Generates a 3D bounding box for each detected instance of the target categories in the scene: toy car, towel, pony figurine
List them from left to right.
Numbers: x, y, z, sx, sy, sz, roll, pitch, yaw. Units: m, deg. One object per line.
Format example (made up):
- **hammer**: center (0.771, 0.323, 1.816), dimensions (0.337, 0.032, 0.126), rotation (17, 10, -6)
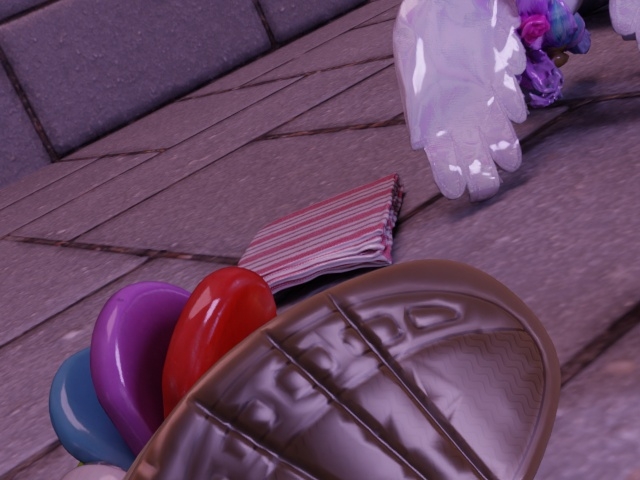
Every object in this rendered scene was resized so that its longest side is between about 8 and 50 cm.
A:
- **toy car**: center (-0.053, 0.080, 0.482), dimensions (0.182, 0.136, 0.159), rotation (-14, 19, 31)
- **towel**: center (0.000, 0.000, 0.870), dimensions (0.144, 0.029, 0.197), rotation (-20, 14, 14)
- **pony figurine**: center (0.184, -0.230, 0.876), dimensions (0.303, 0.351, 0.363), rotation (-19, -2, 4)

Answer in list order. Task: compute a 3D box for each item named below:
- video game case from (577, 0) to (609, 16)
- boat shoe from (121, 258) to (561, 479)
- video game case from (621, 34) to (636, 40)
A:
- **video game case**: center (0.421, -0.371, 1.299), dimensions (0.274, 0.026, 0.196), rotation (-30, -11, -16)
- **boat shoe**: center (-0.032, 0.122, 0.348), dimensions (0.302, 0.109, 0.098), rotation (-45, -8, -27)
- **video game case**: center (0.405, -0.214, 0.917), dimensions (0.183, 0.023, 0.201), rotation (-17, 14, -16)
